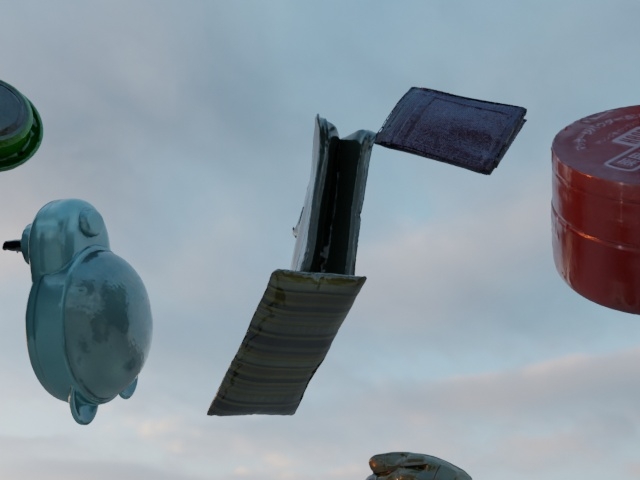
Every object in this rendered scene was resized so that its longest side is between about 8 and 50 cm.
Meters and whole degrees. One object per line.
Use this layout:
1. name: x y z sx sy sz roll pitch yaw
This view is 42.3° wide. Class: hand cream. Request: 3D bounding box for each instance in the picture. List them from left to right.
1. hand cream: 0.293 -0.031 0.706 0.193 0.193 0.125 -4 -64 9

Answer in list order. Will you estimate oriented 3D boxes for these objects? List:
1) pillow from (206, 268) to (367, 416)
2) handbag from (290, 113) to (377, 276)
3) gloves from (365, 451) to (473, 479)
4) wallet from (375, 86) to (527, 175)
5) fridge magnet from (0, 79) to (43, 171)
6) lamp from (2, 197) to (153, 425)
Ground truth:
1. pillow: -0.038 0.109 0.860 0.113 0.038 0.203 6 -55 -34
2. handbag: -0.002 -0.001 1.076 0.079 0.247 0.260 11 -22 -6
3. gloves: 0.228 0.488 1.505 0.331 0.154 0.141 31 -30 15
4. wallet: 0.162 -0.142 1.038 0.166 0.111 0.030 18 -34 31
5. fridge magnet: -0.592 -0.211 1.454 0.208 0.208 0.088 15 -38 -24
6. lamp: -0.310 0.085 1.095 0.147 0.284 0.209 -24 -1 11
